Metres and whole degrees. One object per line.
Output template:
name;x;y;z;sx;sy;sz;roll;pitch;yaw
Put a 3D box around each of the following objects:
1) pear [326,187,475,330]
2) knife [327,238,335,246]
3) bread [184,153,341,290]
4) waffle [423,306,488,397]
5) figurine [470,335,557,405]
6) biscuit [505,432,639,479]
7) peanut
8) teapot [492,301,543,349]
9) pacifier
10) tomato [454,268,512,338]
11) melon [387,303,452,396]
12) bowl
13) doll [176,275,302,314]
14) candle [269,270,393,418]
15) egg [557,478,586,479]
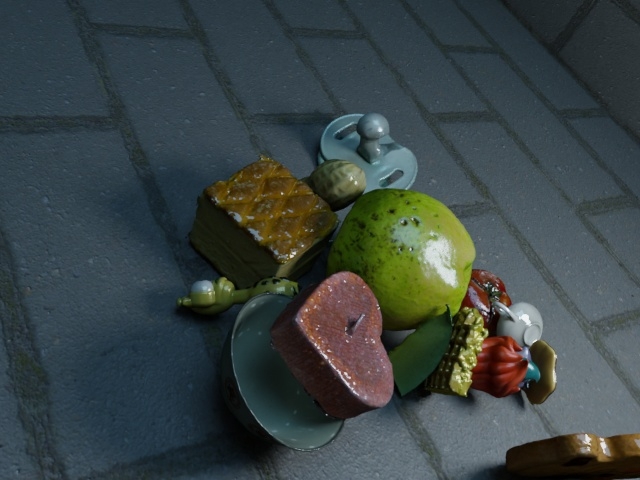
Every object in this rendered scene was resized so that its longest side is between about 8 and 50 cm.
pear;0.209;0.054;1.635;0.390;0.391;0.391;15;45;-15
knife;0.000;0.000;1.821;0.184;0.022;0.026;11;72;-20
bread;-0.141;-0.029;1.639;0.279;0.207;0.279;39;42;11
waffle;0.323;0.264;1.565;0.057;0.229;0.219;25;77;-6
figurine;0.464;0.317;1.645;0.257;0.181;0.208;10;28;-19
biscuit;0.649;0.501;1.472;0.455;0.350;0.078;2;66;-7
peanut;0.009;-0.132;1.757;0.147;0.305;0.147;12;66;-29
teapot;0.547;0.236;1.777;0.145;0.092;0.226;-50;121;-11
pacifier;0.140;-0.286;1.996;0.288;0.269;0.343;-36;67;-18
tomato;0.469;0.165;1.861;0.227;0.101;0.228;17;43;-17
melon;0.241;0.252;1.544;0.114;0.262;0.053;35;24;6
bowl;-0.107;0.291;1.360;0.337;0.157;0.337;33;41;-35
doll;-0.187;0.124;1.479;0.290;0.117;0.086;-4;87;12
candle;0.030;0.198;1.359;0.287;0.131;0.317;23;46;-38
egg;0.559;0.621;1.417;0.241;0.186;0.186;5;48;-37
